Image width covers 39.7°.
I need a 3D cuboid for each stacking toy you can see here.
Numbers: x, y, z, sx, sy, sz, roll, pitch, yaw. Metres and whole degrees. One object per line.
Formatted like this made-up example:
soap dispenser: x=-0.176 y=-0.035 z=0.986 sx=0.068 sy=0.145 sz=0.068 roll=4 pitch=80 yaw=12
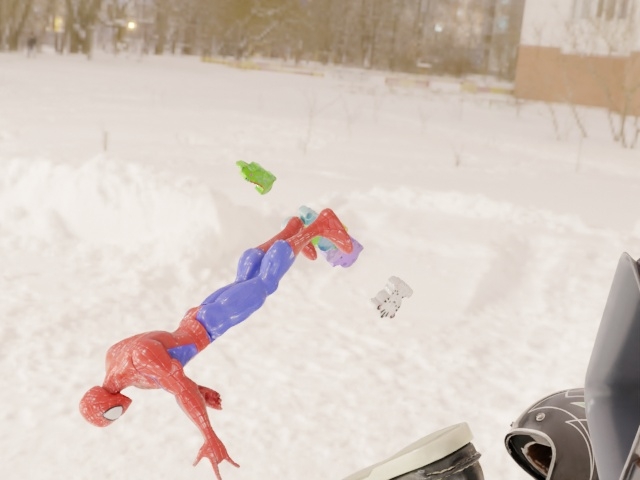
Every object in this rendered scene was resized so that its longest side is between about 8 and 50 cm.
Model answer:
stacking toy: x=0.000 y=0.000 z=1.064 sx=0.221 sy=0.052 sz=0.167 roll=34 pitch=7 yaw=-46

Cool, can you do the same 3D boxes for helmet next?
helmet: x=0.263 y=0.220 z=0.840 sx=0.169 sy=0.169 sz=0.162 roll=1 pitch=56 yaw=1

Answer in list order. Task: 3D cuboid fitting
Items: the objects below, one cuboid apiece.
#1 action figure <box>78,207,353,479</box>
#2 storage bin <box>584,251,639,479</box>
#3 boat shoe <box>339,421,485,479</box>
action figure: x=-0.073 y=0.096 z=0.764 sx=0.280 sy=0.139 sz=0.091 roll=-34 pitch=11 yaw=-34
storage bin: x=0.200 y=0.078 z=0.463 sx=0.091 sy=0.135 sz=0.098 roll=-1 pitch=44 yaw=4
boat shoe: x=0.084 y=0.318 z=1.049 sx=0.127 sy=0.113 sz=0.340 roll=-17 pitch=-16 yaw=-43
